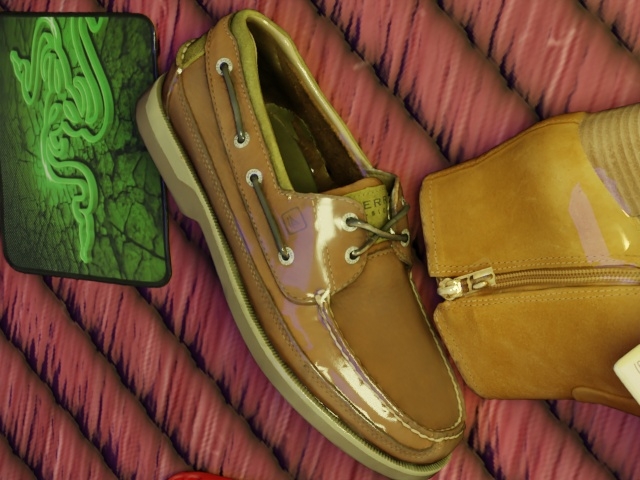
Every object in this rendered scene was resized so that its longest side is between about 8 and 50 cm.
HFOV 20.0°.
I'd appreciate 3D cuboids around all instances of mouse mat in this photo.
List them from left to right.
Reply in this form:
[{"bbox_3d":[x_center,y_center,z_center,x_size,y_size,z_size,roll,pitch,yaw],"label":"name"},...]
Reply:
[{"bbox_3d":[-0.169,-0.064,1.260,0.152,0.007,0.190,5,103,32],"label":"mouse mat"}]

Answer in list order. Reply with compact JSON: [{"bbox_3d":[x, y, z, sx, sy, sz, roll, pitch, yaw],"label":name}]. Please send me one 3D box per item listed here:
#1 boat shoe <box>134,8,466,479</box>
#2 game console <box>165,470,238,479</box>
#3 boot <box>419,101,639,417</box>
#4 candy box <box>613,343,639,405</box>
[{"bbox_3d":[0.000,0.000,1.101,0.104,0.110,0.307,-42,78,34],"label":"boat shoe"},{"bbox_3d":[0.030,0.365,1.210,0.342,0.060,0.387,10,106,36],"label":"game console"},{"bbox_3d":[0.177,0.071,1.021,0.211,0.104,0.295,-22,85,41],"label":"boot"},{"bbox_3d":[0.319,0.038,0.850,0.316,0.087,0.183,-38,80,10],"label":"candy box"}]
